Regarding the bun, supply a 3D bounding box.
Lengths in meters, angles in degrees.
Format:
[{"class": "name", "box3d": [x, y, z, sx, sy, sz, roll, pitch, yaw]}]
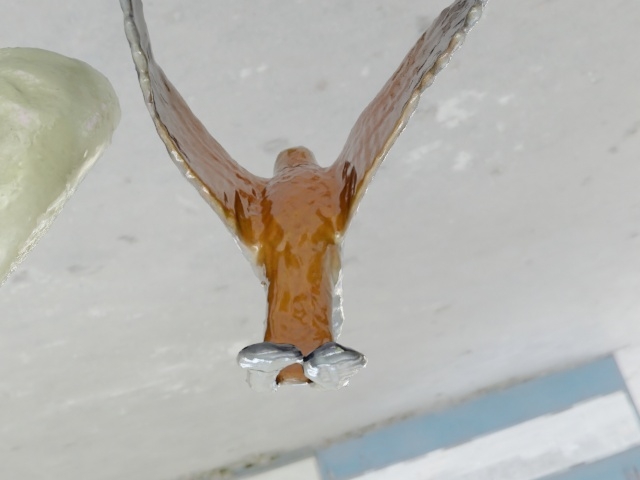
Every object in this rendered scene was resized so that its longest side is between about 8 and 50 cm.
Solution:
[{"class": "bun", "box3d": [-0.249, -0.044, 0.737, 0.133, 0.231, 0.231, 38, 132, -17]}]

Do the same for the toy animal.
[{"class": "toy animal", "box3d": [0.001, 0.011, 0.618, 0.225, 0.284, 0.302, -2, 146, 1]}]
